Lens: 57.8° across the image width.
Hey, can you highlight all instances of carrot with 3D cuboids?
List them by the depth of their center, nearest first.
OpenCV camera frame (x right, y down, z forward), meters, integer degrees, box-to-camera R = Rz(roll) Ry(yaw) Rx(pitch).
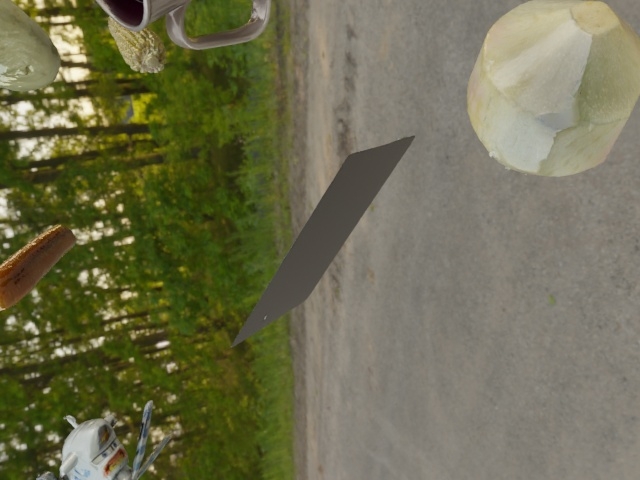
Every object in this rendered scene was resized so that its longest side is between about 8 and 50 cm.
[{"bbox_3d":[-0.513,0.046,1.015,0.225,0.067,0.067,-72,-18,-59],"label":"carrot"}]

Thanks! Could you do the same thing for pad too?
[{"bbox_3d":[0.000,0.000,0.625,0.009,0.159,0.265,41,121,14],"label":"pad"}]

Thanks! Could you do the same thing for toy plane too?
[{"bbox_3d":[-0.279,0.303,0.727,0.107,0.182,0.273,31,145,7],"label":"toy plane"}]

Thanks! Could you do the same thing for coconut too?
[{"bbox_3d":[0.458,-0.307,1.135,0.352,0.352,0.353,169,90,-75],"label":"coconut"}]

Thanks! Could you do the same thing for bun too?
[{"bbox_3d":[-0.561,-0.340,0.926,0.259,0.160,0.259,43,171,8],"label":"bun"}]

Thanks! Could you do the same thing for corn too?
[{"bbox_3d":[-0.399,-0.432,1.240,0.288,0.086,0.087,51,149,45],"label":"corn"}]

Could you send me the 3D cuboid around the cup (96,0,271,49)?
[{"bbox_3d":[-0.164,-0.393,0.724,0.288,0.273,0.208,57,155,-12],"label":"cup"}]
